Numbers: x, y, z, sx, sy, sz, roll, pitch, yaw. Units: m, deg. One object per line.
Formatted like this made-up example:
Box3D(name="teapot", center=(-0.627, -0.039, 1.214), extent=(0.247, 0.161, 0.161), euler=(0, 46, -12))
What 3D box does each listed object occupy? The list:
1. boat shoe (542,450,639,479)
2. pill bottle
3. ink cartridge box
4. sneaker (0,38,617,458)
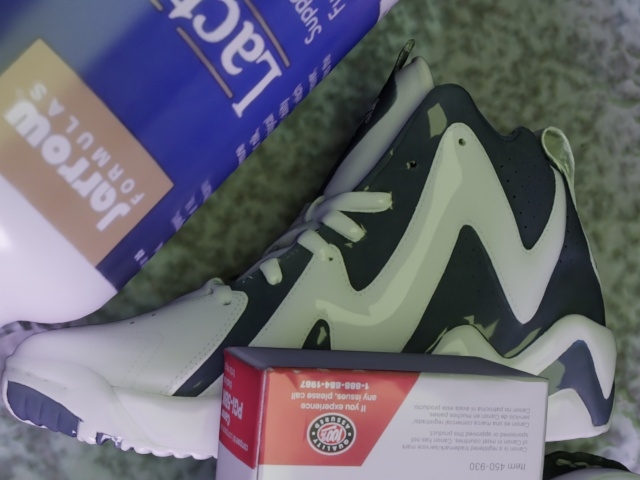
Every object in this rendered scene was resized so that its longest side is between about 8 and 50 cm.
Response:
Box3D(name="boat shoe", center=(0.002, 0.176, 0.542), extent=(0.302, 0.091, 0.114), euler=(-21, 97, -16))
Box3D(name="pill bottle", center=(-0.088, -0.069, 0.464), extent=(0.153, 0.153, 0.265), euler=(45, 81, -15))
Box3D(name="ink cartridge box", center=(0.015, 0.106, 0.464), extent=(0.099, 0.056, 0.135), euler=(4, 92, -18))
Box3D(name="sneaker", center=(0.000, 0.000, 0.532), extent=(0.235, 0.094, 0.153), euler=(0, 87, -10))
